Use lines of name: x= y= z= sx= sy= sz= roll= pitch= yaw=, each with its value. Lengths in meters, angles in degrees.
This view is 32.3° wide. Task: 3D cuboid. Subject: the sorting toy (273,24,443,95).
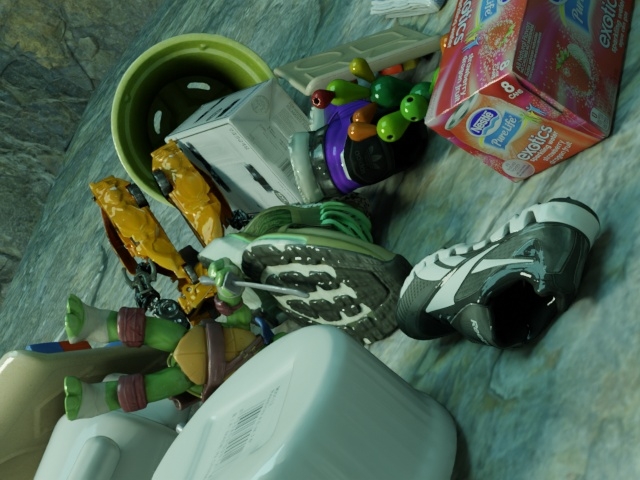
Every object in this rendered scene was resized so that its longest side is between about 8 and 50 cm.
sorting toy: x=0.050 y=-0.233 z=1.454 sx=0.193 sy=0.038 sz=0.208 roll=-20 pitch=17 yaw=-9

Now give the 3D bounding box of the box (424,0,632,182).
box: x=0.207 y=-0.203 z=1.060 sx=0.128 sy=0.123 sz=0.256 roll=-28 pitch=38 yaw=53

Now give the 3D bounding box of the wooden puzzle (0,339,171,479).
wooden puzzle: x=-0.336 y=0.230 z=1.451 sx=0.322 sy=0.348 sz=0.080 roll=-51 pitch=60 yaw=24

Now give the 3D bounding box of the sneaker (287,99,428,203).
sneaker: x=0.061 y=-0.121 z=1.336 sx=0.146 sy=0.102 sz=0.293 roll=-14 pitch=17 yaw=14

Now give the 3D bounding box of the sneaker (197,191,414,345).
sneaker: x=0.000 y=0.000 z=1.271 sx=0.182 sy=0.158 sz=0.410 roll=-48 pitch=22 yaw=-18

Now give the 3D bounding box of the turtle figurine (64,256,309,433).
turtle figurine: x=-0.141 y=0.125 z=1.193 sx=0.274 sy=0.266 sz=0.197 roll=-108 pitch=18 yaw=-68

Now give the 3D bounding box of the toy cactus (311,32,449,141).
toy cactus: x=0.116 y=-0.166 z=1.199 sx=0.219 sy=0.112 sz=0.180 roll=-5 pitch=12 yaw=23

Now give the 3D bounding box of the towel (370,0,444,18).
towel: x=0.179 y=-0.441 z=1.557 sx=0.285 sy=0.034 sz=0.209 roll=-61 pitch=22 yaw=-2

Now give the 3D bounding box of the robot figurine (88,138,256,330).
robot figurine: x=-0.191 y=0.000 z=1.548 sx=0.211 sy=0.291 sz=0.085 roll=-31 pitch=-26 yaw=-13

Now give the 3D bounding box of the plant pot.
plant pot: x=-0.200 y=-0.192 z=1.828 sx=0.276 sy=0.276 sz=0.254 roll=-60 pitch=9 yaw=1

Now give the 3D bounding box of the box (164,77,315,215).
box: x=-0.098 y=-0.123 z=1.562 sx=0.087 sy=0.169 sz=0.290 roll=-47 pitch=16 yaw=-18

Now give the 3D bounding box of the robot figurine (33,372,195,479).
robot figurine: x=-0.250 y=0.335 z=1.288 sx=0.300 sy=0.200 sz=0.353 roll=78 pitch=-155 yaw=-57

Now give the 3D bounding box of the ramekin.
ramekin: x=-0.029 y=0.203 z=0.961 sx=0.277 sy=0.135 sz=0.277 roll=-41 pitch=15 yaw=13

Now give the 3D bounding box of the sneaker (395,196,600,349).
sneaker: x=0.138 y=0.052 z=0.951 sx=0.234 sy=0.078 sz=0.106 roll=-33 pitch=31 yaw=46
